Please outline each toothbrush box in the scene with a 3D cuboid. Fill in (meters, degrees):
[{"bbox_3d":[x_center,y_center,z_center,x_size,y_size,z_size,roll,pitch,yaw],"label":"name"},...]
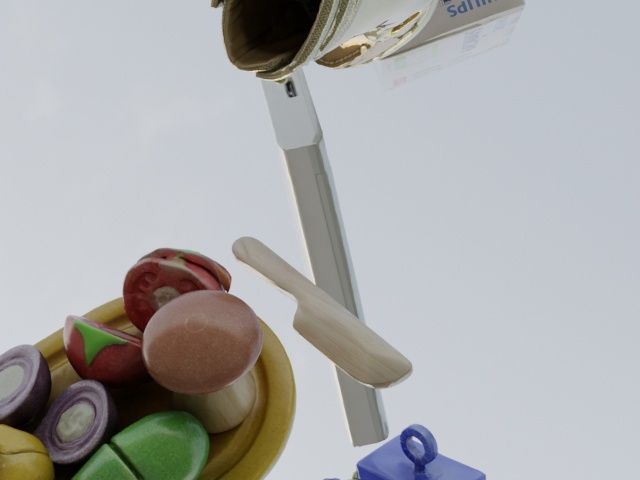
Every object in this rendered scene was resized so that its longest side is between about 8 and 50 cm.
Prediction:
[{"bbox_3d":[0.052,-0.277,1.210,0.122,0.206,0.283,-21,-91,3],"label":"toothbrush box"}]

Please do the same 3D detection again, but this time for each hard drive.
[{"bbox_3d":[0.000,0.000,1.350,0.040,0.203,0.307,-14,-57,-1],"label":"hard drive"}]

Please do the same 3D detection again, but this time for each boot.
[{"bbox_3d":[0.004,-0.135,0.863,0.077,0.165,0.213,53,-34,2],"label":"boot"}]

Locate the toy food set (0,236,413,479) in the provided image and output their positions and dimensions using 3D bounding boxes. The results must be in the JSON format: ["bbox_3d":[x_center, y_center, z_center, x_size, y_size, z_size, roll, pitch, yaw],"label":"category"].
[{"bbox_3d":[-0.082,0.059,0.670,0.128,0.218,0.071,46,-20,33],"label":"toy food set"}]

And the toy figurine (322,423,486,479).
[{"bbox_3d":[0.098,0.239,1.460,0.362,0.191,0.217,23,-44,42],"label":"toy figurine"}]
